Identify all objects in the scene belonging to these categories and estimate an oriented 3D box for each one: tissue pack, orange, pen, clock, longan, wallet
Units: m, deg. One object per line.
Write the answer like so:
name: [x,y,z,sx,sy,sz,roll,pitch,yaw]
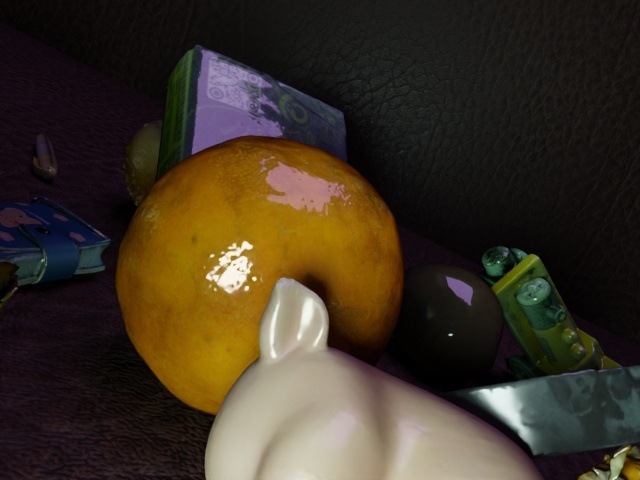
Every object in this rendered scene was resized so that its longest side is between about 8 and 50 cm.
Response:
tissue pack: [-0.092,-0.069,0.970,0.288,0.124,0.394,19,51,-30]
orange: [-0.056,0.040,0.660,0.283,0.284,0.226,22,12,-22]
pen: [-0.491,-0.151,1.179,0.040,0.032,0.233,-5,24,-25]
clock: [0.196,0.181,0.671,0.318,0.066,0.319,-7,-16,-2]
longan: [0.213,0.133,1.125,0.198,0.198,0.212,18,15,-40]
wallet: [-0.344,-0.002,0.758,0.141,0.059,0.202,32,11,12]

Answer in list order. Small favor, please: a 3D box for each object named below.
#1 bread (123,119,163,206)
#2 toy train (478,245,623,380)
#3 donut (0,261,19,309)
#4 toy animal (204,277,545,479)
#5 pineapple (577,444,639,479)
bread: [-0.234,-0.096,1.121,0.192,0.171,0.314,34,8,-49]
toy train: [0.416,0.171,1.221,0.369,0.150,0.237,53,-7,-26]
donut: [-0.315,0.044,0.356,0.272,0.107,0.272,7,-7,1]
toy animal: [0.029,0.194,0.460,0.256,0.195,0.213,26,43,9]
pineapple: [0.228,0.285,0.582,0.236,0.186,0.114,-27,53,-25]
